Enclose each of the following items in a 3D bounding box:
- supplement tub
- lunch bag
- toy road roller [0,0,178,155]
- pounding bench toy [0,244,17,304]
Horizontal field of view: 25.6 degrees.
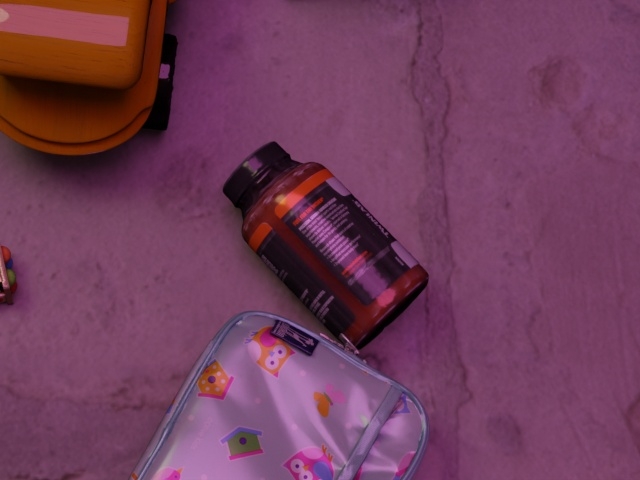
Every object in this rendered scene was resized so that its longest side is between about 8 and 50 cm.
[{"bbox_3d":[0.000,0.000,1.306,0.106,0.106,0.198,-41,82,-19],"label":"supplement tub"},{"bbox_3d":[-0.039,0.210,1.226,0.224,0.108,0.279,30,69,2],"label":"lunch bag"},{"bbox_3d":[-0.212,-0.240,1.247,0.203,0.240,0.329,7,97,-7],"label":"toy road roller"},{"bbox_3d":[-0.308,0.027,1.260,0.065,0.083,0.052,-12,73,-12],"label":"pounding bench toy"}]
